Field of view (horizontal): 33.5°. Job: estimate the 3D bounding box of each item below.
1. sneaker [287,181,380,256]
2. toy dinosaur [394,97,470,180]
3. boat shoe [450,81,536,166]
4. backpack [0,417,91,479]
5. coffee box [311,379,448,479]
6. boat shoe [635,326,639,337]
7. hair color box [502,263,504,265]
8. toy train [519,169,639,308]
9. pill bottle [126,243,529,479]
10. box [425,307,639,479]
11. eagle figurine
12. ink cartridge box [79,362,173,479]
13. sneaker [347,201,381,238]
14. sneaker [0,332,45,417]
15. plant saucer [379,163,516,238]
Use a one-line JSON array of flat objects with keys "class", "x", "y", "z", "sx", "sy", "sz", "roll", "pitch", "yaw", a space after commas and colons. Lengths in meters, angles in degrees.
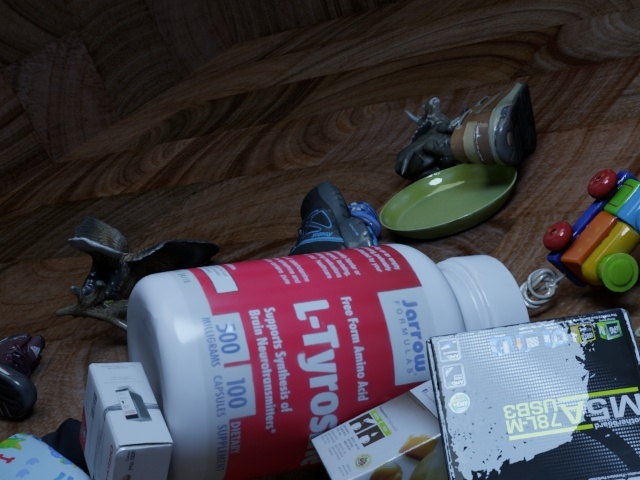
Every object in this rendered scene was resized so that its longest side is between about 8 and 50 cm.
[{"class": "sneaker", "x": 0.000, "y": 0.000, "z": 1.738, "sx": 0.140, "sy": 0.125, "sz": 0.341, "roll": -30, "pitch": 19, "yaw": -3}, {"class": "toy dinosaur", "x": 0.206, "y": -0.159, "z": 1.966, "sx": 0.160, "sy": 0.121, "sz": 0.313, "roll": -23, "pitch": 22, "yaw": 38}, {"class": "boat shoe", "x": 0.299, "y": -0.202, "z": 1.846, "sx": 0.120, "sy": 0.122, "sz": 0.324, "roll": -6, "pitch": 11, "yaw": 21}, {"class": "backpack", "x": -0.320, "y": 0.354, "z": 1.078, "sx": 0.290, "sy": 0.273, "sz": 0.355, "roll": 26, "pitch": 63, "yaw": 42}, {"class": "coffee box", "x": 0.136, "y": 0.215, "z": 1.045, "sx": 0.247, "sy": 0.141, "sz": 0.098, "roll": -26, "pitch": 21, "yaw": -6}, {"class": "boat shoe", "x": 0.410, "y": 0.071, "z": 1.178, "sx": 0.105, "sy": 0.089, "sz": 0.285, "roll": -9, "pitch": 25, "yaw": 33}, {"class": "hair color box", "x": 0.191, "y": 0.099, "z": 1.395, "sx": 0.093, "sy": 0.053, "sz": 0.167, "roll": -11, "pitch": 22, "yaw": 26}, {"class": "toy train", "x": 0.339, "y": 0.033, "z": 1.312, "sx": 0.248, "sy": 0.105, "sz": 0.143, "roll": -50, "pitch": 15, "yaw": 2}, {"class": "pill bottle", "x": 0.011, "y": 0.125, "z": 1.160, "sx": 0.408, "sy": 0.229, "sz": 0.229, "roll": -7, "pitch": 15, "yaw": -21}, {"class": "box", "x": 0.200, "y": 0.160, "z": 0.945, "sx": 0.191, "sy": 0.045, "sz": 0.184, "roll": -8, "pitch": 54, "yaw": 5}, {"class": "eagle figurine", "x": -0.346, "y": 0.047, "z": 1.906, "sx": 0.225, "sy": 0.226, "sz": 0.298, "roll": -33, "pitch": 16, "yaw": 38}, {"class": "ink cartridge box", "x": -0.193, "y": 0.198, "z": 1.045, "sx": 0.056, "sy": 0.099, "sz": 0.135, "roll": 1, "pitch": 29, "yaw": -25}, {"class": "sneaker", "x": 0.076, "y": -0.039, "z": 1.852, "sx": 0.059, "sy": 0.053, "sz": 0.144, "roll": -27, "pitch": 22, "yaw": -15}, {"class": "sneaker", "x": -0.518, "y": 0.210, "z": 1.803, "sx": 0.281, "sy": 0.106, "sz": 0.162, "roll": 0, "pitch": 28, "yaw": 48}, {"class": "plant saucer", "x": 0.218, "y": -0.063, "z": 1.782, "sx": 0.241, "sy": 0.037, "sz": 0.241, "roll": -21, "pitch": 20, "yaw": 8}]
